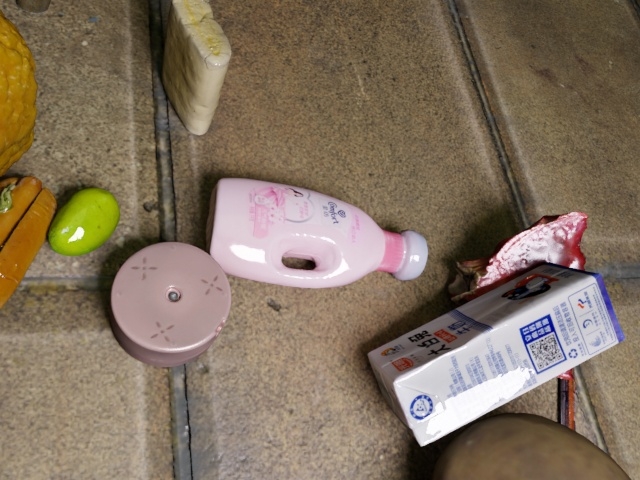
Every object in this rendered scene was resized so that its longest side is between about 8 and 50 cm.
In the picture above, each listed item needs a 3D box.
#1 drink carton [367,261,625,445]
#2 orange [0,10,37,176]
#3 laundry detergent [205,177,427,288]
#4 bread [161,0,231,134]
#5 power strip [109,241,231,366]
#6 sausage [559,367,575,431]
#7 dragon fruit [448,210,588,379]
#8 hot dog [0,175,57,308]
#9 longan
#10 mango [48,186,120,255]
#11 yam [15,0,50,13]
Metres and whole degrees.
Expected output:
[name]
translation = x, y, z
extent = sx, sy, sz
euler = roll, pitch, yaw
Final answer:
[drink carton]
translation = 0.230, 0.144, 0.798
extent = 0.315, 0.130, 0.107
euler = -25, 98, -7
[orange]
translation = -0.498, -0.174, 0.620
extent = 0.357, 0.322, 0.322
euler = 5, 62, -27
[laundry detergent]
translation = 0.000, 0.000, 0.878
extent = 0.335, 0.088, 0.159
euler = 11, 65, -18
[bread]
translation = -0.189, -0.262, 0.882
extent = 0.060, 0.178, 0.139
euler = -21, 76, -29
[power strip]
translation = -0.197, 0.081, 0.757
extent = 0.154, 0.078, 0.154
euler = 8, 63, -16
[sausage]
translation = 0.397, 0.279, 0.938
extent = 0.028, 0.025, 0.198
euler = 41, 50, -38
[dragon fruit]
translation = 0.308, 0.072, 0.943
extent = 0.211, 0.134, 0.262
euler = 5, 97, -5
[hot dog]
translation = -0.408, 0.021, 0.706
extent = 0.100, 0.068, 0.249
euler = 24, 57, -9
[longan]
translation = 0.253, 0.361, 0.705
extent = 0.300, 0.243, 0.300
euler = 13, 43, -12
[mango]
translation = -0.312, -0.024, 0.773
extent = 0.073, 0.056, 0.108
euler = 55, 52, -22
[yam]
translation = -0.429, -0.407, 0.887
extent = 0.054, 0.132, 0.054
euler = 16, 55, -24
